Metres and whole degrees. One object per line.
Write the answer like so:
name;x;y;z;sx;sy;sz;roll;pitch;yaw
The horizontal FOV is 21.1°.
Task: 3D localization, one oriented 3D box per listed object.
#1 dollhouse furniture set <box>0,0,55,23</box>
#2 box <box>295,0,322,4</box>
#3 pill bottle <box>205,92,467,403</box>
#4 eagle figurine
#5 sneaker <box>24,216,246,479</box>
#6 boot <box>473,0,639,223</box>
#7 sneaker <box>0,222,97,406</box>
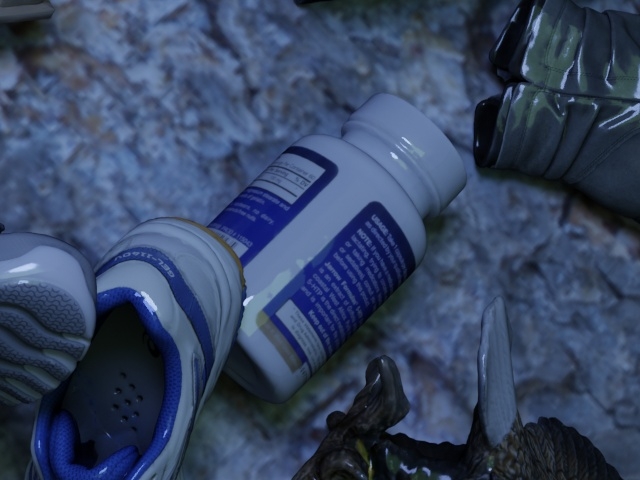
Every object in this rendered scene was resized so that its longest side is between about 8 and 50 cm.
dollhouse furniture set;-0.393;-0.193;1.015;0.355;0.174;0.303;-12;62;-44
box;0.108;-0.267;1.116;0.270;0.143;0.165;-12;86;-16
pill bottle;0.000;0.000;1.066;0.186;0.112;0.112;-44;95;-16
eagle figurine;0.119;0.205;1.039;0.298;0.225;0.226;36;64;3
sneaker;-0.129;0.133;0.958;0.112;0.131;0.296;14;105;10
boot;0.209;-0.138;1.146;0.161;0.083;0.246;24;88;-11
sneaker;-0.204;0.023;0.925;0.105;0.281;0.115;29;64;-29
